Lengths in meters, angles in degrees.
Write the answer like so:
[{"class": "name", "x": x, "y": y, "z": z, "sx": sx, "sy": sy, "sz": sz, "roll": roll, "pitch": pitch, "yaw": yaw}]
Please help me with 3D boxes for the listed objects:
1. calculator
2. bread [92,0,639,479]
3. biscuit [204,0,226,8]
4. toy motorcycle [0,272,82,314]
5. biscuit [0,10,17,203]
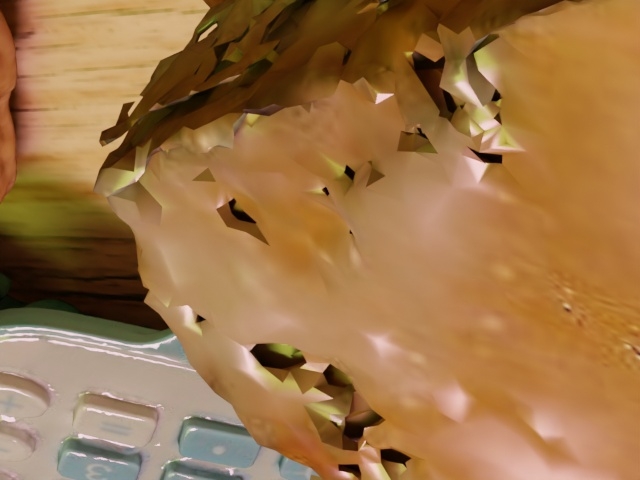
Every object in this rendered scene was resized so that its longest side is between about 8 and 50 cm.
[{"class": "calculator", "x": -0.111, "y": 0.168, "z": 1.006, "sx": 0.256, "sy": 0.054, "sz": 0.386, "roll": 14, "pitch": 134, "yaw": -11}, {"class": "bread", "x": 0.146, "y": -0.011, "z": 0.458, "sx": 0.315, "sy": 0.248, "sz": 0.279, "roll": 39, "pitch": 151, "yaw": -15}, {"class": "biscuit", "x": 0.018, "y": -0.101, "z": 0.655, "sx": 0.215, "sy": 0.034, "sz": 0.182, "roll": 34, "pitch": 149, "yaw": 5}, {"class": "toy motorcycle", "x": -0.169, "y": 0.084, "z": 1.042, "sx": 0.198, "sy": 0.109, "sz": 0.296, "roll": -15, "pitch": 132, "yaw": 37}, {"class": "biscuit", "x": -0.285, "y": -0.150, "z": 0.841, "sx": 0.349, "sy": 0.078, "sz": 0.455, "roll": 27, "pitch": 149, "yaw": 19}]
